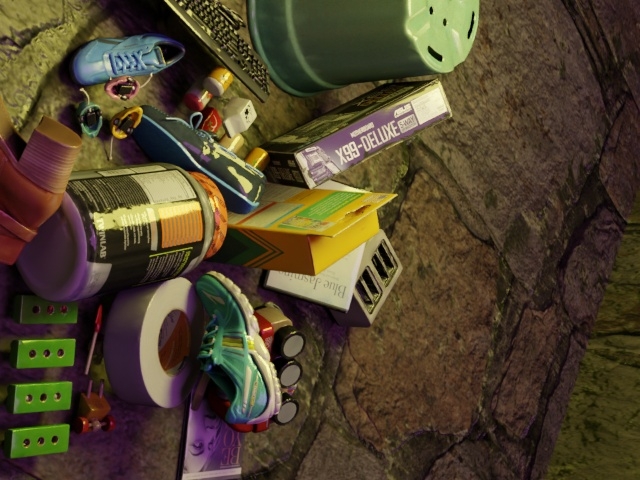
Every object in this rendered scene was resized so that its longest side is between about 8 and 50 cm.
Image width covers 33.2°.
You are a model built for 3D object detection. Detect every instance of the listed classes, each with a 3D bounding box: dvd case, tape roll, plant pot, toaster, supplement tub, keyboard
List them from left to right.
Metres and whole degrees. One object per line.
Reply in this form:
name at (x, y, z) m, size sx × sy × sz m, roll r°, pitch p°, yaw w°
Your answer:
supplement tub at (-0.305, -0.020, 1.674) m, size 0.316 × 0.193 × 0.193 m, roll -11°, pitch 103°, yaw -52°
tape roll at (-0.273, 0.168, 1.797) m, size 0.219 × 0.072 × 0.219 m, roll 3°, pitch 90°, yaw -68°
keyboard at (-0.186, -0.384, 1.839) m, size 0.317 × 0.033 × 0.201 m, roll 43°, pitch 23°, yaw -43°
dvd case at (-0.195, 0.341, 2.012) m, size 0.164 × 0.018 × 0.221 m, roll 9°, pitch 87°, yaw -53°
dvd case at (0.000, 0.000, 2.130) m, size 0.180 × 0.022 × 0.253 m, roll 17°, pitch 78°, yaw -11°
toaster at (0.074, 0.067, 2.255) m, size 0.168 × 0.110 × 0.185 m, roll -58°, pitch 135°, yaw -32°
plant pot at (0.096, -0.440, 2.033) m, size 0.341 × 0.334 × 0.341 m, roll -12°, pitch 105°, yaw -52°

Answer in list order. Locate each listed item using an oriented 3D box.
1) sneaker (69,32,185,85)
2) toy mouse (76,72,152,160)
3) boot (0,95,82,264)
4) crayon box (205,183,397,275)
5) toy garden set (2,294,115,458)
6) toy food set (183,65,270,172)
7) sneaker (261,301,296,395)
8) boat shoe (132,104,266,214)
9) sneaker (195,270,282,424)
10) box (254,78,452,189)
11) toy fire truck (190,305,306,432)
sneaker at (-0.307, -0.294, 1.729) m, size 0.209 × 0.082 × 0.069 m, roll -25°, pitch 116°, yaw -47°
toy mouse at (-0.339, -0.217, 1.700) m, size 0.161 × 0.031 × 0.143 m, roll -50°, pitch 146°, yaw 9°
boot at (-0.491, -0.112, 1.485) m, size 0.220 × 0.283 × 0.109 m, roll -56°, pitch -167°, yaw 21°
crayon box at (-0.044, -0.022, 1.909) m, size 0.203 × 0.323 × 0.083 m, roll -33°, pitch 120°, yaw -46°
toy garden set at (-0.409, 0.207, 1.690) m, size 0.204 × 0.049 × 0.244 m, roll 5°, pitch 89°, yaw -52°
toy food set at (-0.181, -0.188, 1.877) m, size 0.104 × 0.111 × 0.232 m, roll -57°, pitch 148°, yaw -29°
sneaker at (-0.087, 0.217, 2.090) m, size 0.083 × 0.084 × 0.215 m, roll -93°, pitch -178°, yaw -66°
boat shoe at (-0.208, -0.146, 1.824) m, size 0.258 × 0.109 × 0.089 m, roll 41°, pitch 56°, yaw -18°
sneaker at (-0.153, 0.174, 1.780) m, size 0.110 × 0.107 × 0.275 m, roll -15°, pitch 66°, yaw -21°
box at (0.055, -0.198, 1.985) m, size 0.307 × 0.242 × 0.076 m, roll -28°, pitch 105°, yaw -15°
toy fire truck at (-0.153, 0.253, 1.912) m, size 0.246 × 0.158 × 0.217 m, roll -11°, pitch 119°, yaw -34°
